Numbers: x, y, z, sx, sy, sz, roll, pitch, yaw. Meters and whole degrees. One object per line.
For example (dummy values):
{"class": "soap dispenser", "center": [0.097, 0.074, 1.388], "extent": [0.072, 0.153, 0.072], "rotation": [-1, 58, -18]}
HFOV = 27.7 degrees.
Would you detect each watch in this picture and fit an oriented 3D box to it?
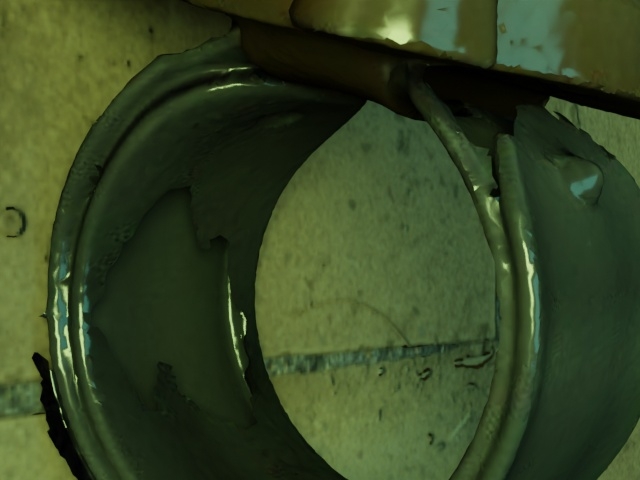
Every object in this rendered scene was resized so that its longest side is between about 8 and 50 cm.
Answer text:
{"class": "watch", "center": [0.000, 0.000, 0.667], "extent": [0.314, 0.335, 0.327], "rotation": [1, 107, -55]}
